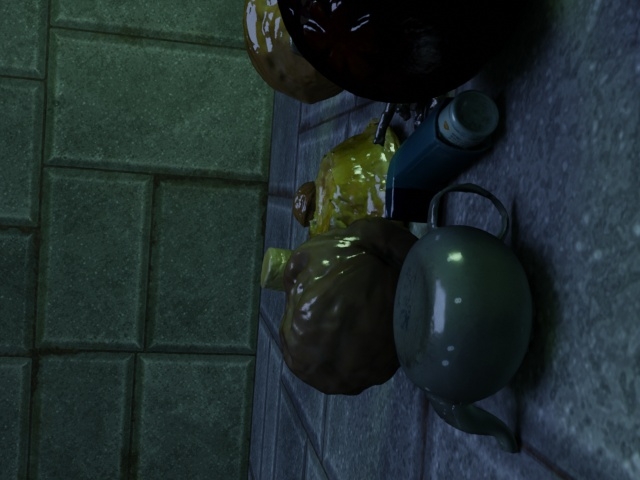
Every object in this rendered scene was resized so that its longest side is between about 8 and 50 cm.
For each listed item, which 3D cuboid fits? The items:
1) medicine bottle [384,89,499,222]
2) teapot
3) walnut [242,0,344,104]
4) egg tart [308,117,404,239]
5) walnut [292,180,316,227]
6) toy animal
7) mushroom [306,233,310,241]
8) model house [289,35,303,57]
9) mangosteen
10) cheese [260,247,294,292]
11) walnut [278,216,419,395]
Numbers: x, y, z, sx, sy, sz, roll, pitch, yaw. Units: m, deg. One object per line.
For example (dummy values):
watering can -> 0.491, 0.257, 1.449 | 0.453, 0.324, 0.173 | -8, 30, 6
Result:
medicine bottle -> 0.158, -0.108, 0.919 | 0.258, 0.079, 0.124 | 130, 146, -70
teapot -> 0.160, 0.080, 0.745 | 0.193, 0.129, 0.294 | 145, 130, -76
walnut -> -0.024, -0.461, 1.430 | 0.306, 0.306, 0.344 | 177, 90, -78
egg tart -> 0.061, -0.069, 1.270 | 0.345, 0.132, 0.345 | -174, 90, -78
walnut -> -0.023, -0.092, 1.757 | 0.105, 0.105, 0.124 | -130, 62, -74
toy animal -> 0.139, -0.233, 1.045 | 0.233, 0.084, 0.148 | 127, 147, -76
mushroom -> 0.000, 0.000, 1.711 | 0.209, 0.071, 0.084 | -117, 37, -75
model house -> 0.044, -0.368, 1.210 | 0.122, 0.229, 0.188 | -63, 25, 23
mangosteen -> 0.104, -0.332, 0.805 | 0.347, 0.306, 0.307 | -57, -7, -33
cheese -> -0.064, 0.081, 1.736 | 0.123, 0.167, 0.094 | 112, 163, -49
walnut -> 0.055, 0.096, 0.993 | 0.273, 0.227, 0.273 | -173, 90, -77
